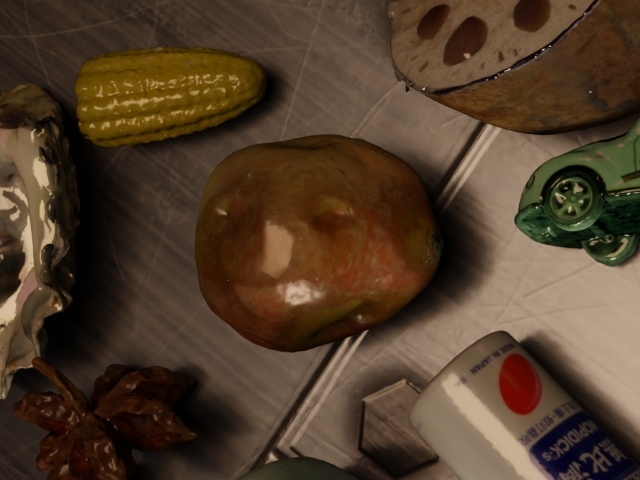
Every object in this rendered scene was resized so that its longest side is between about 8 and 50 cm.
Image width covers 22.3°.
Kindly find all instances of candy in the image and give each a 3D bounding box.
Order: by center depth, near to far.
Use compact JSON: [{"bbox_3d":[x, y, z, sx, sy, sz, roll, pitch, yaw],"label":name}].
[{"bbox_3d":[-0.149,-0.153,1.686,0.199,0.094,0.106,-4,49,18],"label":"candy"}]

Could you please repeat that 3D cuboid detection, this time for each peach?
[{"bbox_3d":[0.000,0.000,1.547,0.235,0.214,0.214,-6,84,18],"label":"peach"}]

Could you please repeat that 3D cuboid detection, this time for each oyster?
[{"bbox_3d":[-0.341,-0.001,1.761,0.238,0.115,0.351,2,83,34],"label":"oyster"}]

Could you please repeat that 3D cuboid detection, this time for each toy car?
[{"bbox_3d":[0.324,-0.061,1.441,0.306,0.136,0.125,-6,71,26],"label":"toy car"}]

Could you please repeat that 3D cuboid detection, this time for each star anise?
[{"bbox_3d":[-0.224,0.193,1.654,0.212,0.111,0.196,-9,56,9],"label":"star anise"}]

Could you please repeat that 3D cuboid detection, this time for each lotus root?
[{"bbox_3d":[0.212,-0.204,1.469,0.272,0.192,0.272,-27,50,36],"label":"lotus root"}]

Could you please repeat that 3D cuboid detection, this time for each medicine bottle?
[{"bbox_3d":[0.236,0.243,1.462,0.130,0.130,0.341,-48,70,15],"label":"medicine bottle"}]

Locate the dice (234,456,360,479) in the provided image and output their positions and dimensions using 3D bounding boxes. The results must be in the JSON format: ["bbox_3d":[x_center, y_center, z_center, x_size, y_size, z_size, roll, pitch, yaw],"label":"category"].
[{"bbox_3d":[-0.032,0.377,1.503,0.264,0.268,0.262,-47,70,16],"label":"dice"}]
